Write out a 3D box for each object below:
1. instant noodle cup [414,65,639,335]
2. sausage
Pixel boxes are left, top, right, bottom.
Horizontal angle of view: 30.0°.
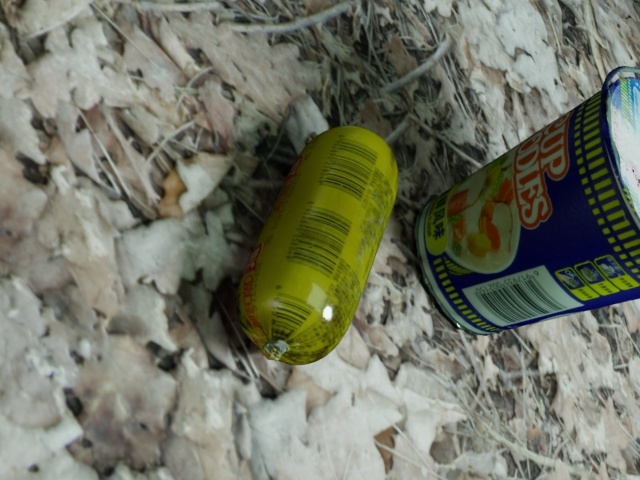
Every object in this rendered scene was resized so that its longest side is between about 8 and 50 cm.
[{"bbox_3d":[0.293,-0.019,1.446,0.284,0.312,0.284,26,51,-38],"label":"instant noodle cup"},{"bbox_3d":[0.000,0.000,1.263,0.123,0.123,0.347,45,43,-21],"label":"sausage"}]
